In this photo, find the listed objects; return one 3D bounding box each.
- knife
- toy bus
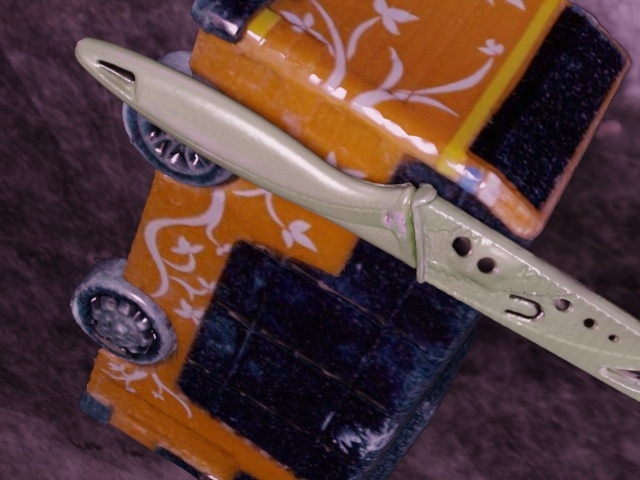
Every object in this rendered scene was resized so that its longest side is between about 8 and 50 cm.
[{"bbox_3d":[0.029,-0.009,0.495,0.293,0.020,0.043,31,134,3],"label":"knife"},{"bbox_3d":[0.000,0.000,0.646,0.194,0.162,0.323,31,138,5],"label":"toy bus"}]
